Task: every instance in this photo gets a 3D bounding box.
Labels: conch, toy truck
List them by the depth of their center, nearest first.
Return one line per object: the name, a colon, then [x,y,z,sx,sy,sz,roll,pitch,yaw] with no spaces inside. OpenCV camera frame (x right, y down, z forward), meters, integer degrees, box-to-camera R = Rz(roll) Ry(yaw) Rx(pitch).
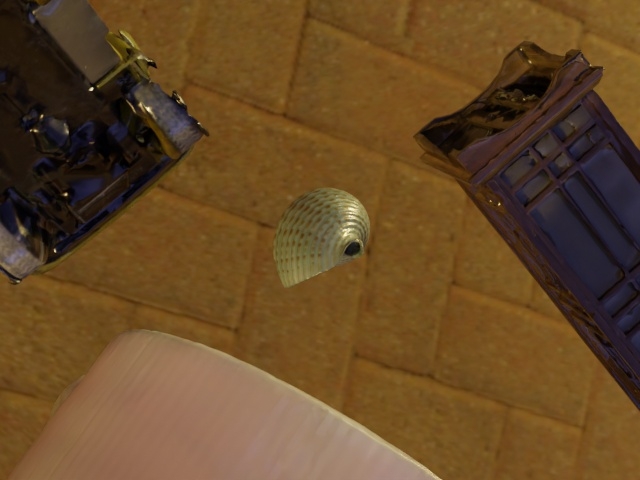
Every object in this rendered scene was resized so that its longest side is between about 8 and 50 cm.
toy truck: [-0.171,-0.104,0.553,0.124,0.157,0.272,-39,150,-2]
conch: [-0.003,-0.003,0.854,0.076,0.085,0.056,-35,90,-7]

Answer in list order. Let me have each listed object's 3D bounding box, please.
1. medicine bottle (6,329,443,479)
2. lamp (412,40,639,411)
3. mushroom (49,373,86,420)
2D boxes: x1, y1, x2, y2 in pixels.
medicine bottle: [-0.092,0.228,0.345,0.213,0.213,0.378,42,67,-21]
lamp: [0.187,0.044,0.693,0.090,0.089,0.325,-42,107,-1]
mushroom: [-0.101,0.301,0.948,0.126,0.177,0.397,-27,68,13]
